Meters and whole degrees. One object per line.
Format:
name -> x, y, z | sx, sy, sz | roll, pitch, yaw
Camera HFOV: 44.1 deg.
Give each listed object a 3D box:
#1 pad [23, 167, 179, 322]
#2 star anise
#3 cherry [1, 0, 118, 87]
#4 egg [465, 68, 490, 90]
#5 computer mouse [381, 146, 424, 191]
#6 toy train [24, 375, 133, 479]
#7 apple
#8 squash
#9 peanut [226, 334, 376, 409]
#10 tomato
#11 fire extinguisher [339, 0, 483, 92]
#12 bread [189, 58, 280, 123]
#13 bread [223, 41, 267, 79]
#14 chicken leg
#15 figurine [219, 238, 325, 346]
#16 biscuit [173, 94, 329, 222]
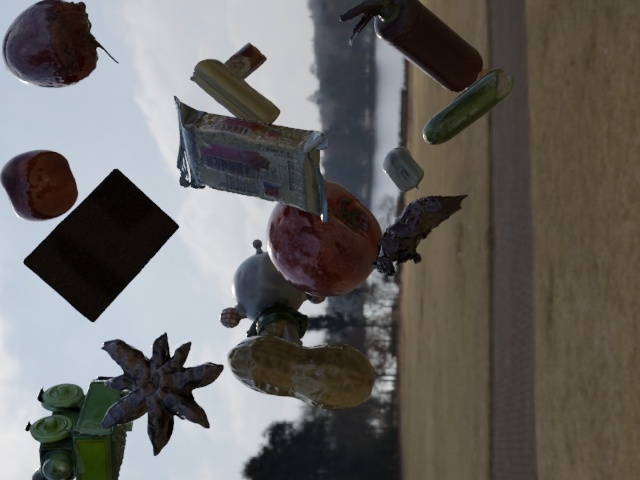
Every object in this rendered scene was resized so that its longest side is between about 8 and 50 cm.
pad -> -0.519, 0.007, 1.902 | 0.330, 0.220, 0.004 | -52, 15, -27
star anise -> -0.283, 0.253, 1.358 | 0.236, 0.229, 0.093 | 47, 176, 17
cherry -> -0.613, -0.430, 1.775 | 0.192, 0.250, 0.175 | 63, -157, -24
egg -> 0.402, -0.382, 1.970 | 0.080, 0.080, 0.096 | 59, -143, -86
computer mouse -> 0.215, -0.193, 2.116 | 0.056, 0.089, 0.181 | 33, -160, -42
toy train -> -0.497, 0.402, 1.648 | 0.271, 0.188, 0.158 | -109, 20, -69
apple -> -0.837, -0.163, 2.350 | 0.218, 0.201, 0.218 | 46, 147, 41
squash -> 0.329, -0.294, 1.757 | 0.069, 0.239, 0.069 | 52, -176, -5
peanut -> -0.039, 0.268, 1.625 | 0.149, 0.314, 0.149 | -166, 90, -86
tomato -> 0.000, 0.000, 1.778 | 0.227, 0.270, 0.270 | -40, 31, 34
fire extinguisher -> 0.179, -0.401, 1.595 | 0.147, 0.337, 0.106 | -47, 45, 20
bread -> -0.170, -0.295, 1.610 | 0.060, 0.178, 0.139 | -51, 0, 16
bread -> -0.206, -0.476, 2.119 | 0.192, 0.067, 0.119 | -47, 9, -31
chicken leg -> 0.177, -0.016, 1.496 | 0.233, 0.105, 0.063 | -56, 46, 37
figurine -> -0.119, 0.165, 1.973 | 0.167, 0.282, 0.369 | 75, 180, -49
biscuit -> -0.123, -0.141, 1.403 | 0.079, 0.309, 0.186 | -58, -23, -47
